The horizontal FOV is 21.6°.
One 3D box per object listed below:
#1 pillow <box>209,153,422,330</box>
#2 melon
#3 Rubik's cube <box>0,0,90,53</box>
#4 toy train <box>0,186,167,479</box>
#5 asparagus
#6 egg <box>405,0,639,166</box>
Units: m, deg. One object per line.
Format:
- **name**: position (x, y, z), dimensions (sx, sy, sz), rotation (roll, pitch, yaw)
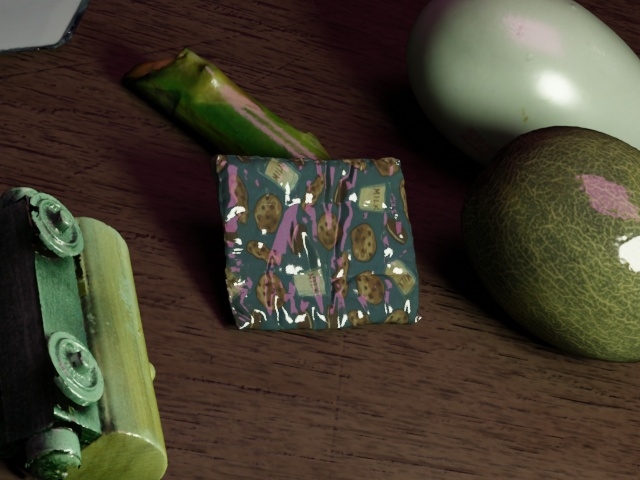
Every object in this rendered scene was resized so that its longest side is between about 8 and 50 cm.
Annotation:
- **pillow**: position (0.002, 0.002, 1.762), dimensions (0.256, 0.034, 0.189), rotation (0, 76, -38)
- **melon**: position (0.305, 0.010, 1.879), dimensions (0.302, 0.237, 0.237), rotation (36, 36, -9)
- **Rubik's cube**: position (-0.394, -0.391, 1.702), dimensions (0.313, 0.318, 0.316), rotation (-15, 58, -46)
- **toy train**: position (-0.233, 0.093, 1.492), dimensions (0.189, 0.126, 0.307), rotation (46, 21, -47)
- **asparagus**: position (-0.065, -0.107, 1.851), dimensions (0.343, 0.085, 0.082), rotation (36, 13, 4)
- **egg**: position (0.273, -0.184, 2.073), dimensions (0.371, 0.230, 0.230), rotation (27, 37, -21)
